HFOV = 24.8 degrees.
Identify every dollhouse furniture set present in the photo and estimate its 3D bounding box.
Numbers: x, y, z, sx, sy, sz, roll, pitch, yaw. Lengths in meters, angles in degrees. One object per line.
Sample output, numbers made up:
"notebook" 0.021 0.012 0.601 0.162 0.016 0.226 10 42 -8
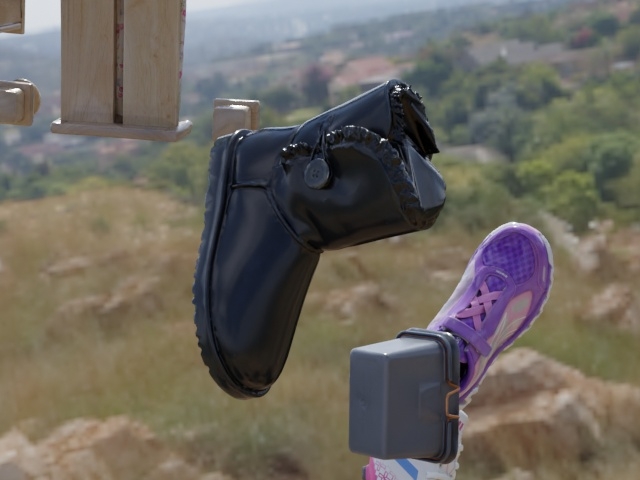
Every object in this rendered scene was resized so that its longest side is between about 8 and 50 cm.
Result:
"dollhouse furniture set" -0.218 -0.272 1.527 0.356 0.303 0.174 6 14 10

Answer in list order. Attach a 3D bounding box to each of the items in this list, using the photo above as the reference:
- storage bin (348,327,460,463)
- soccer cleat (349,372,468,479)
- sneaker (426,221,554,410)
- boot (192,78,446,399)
"storage bin" 0.082 0.161 1.455 0.091 0.135 0.098 -3 5 -42
"soccer cleat" 0.128 0.290 1.880 0.143 0.331 0.116 -15 -25 14
"sneaker" 0.163 0.089 1.540 0.095 0.236 0.104 35 10 16
"boot" 0.000 0.000 1.205 0.207 0.246 0.094 -12 -22 37
